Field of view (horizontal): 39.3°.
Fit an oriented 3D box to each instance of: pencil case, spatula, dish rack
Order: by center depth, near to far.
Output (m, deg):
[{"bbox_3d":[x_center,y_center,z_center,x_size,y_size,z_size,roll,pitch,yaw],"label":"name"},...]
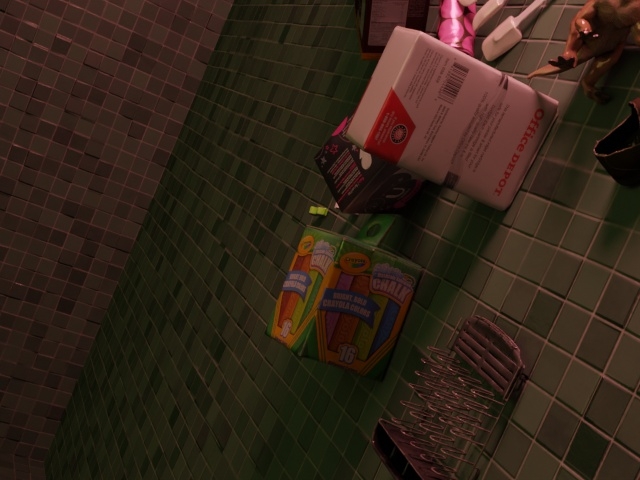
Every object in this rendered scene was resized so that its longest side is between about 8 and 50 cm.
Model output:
[{"bbox_3d":[0.193,0.246,1.345,0.271,0.074,0.208,-65,25,9],"label":"dish rack"},{"bbox_3d":[0.353,-0.449,1.581,0.242,0.019,0.168,-39,56,38],"label":"spatula"},{"bbox_3d":[0.257,-0.430,1.732,0.098,0.095,0.209,-31,46,56],"label":"pencil case"}]

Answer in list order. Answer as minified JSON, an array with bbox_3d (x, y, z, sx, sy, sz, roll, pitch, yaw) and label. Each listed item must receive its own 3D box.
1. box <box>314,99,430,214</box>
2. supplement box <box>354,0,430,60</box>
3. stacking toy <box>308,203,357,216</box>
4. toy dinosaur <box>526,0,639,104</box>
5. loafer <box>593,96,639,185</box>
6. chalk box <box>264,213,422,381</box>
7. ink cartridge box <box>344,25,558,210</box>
[{"bbox_3d":[0.136,-0.172,1.657,0.247,0.163,0.142,-47,56,39],"label":"box"},{"bbox_3d":[0.149,-0.513,1.885,0.194,0.129,0.191,95,173,-46],"label":"supplement box"},{"bbox_3d":[0.000,0.000,1.970,0.221,0.052,0.166,2,72,65],"label":"stacking toy"},{"bbox_3d":[0.420,-0.331,1.290,0.295,0.127,0.200,129,160,-60],"label":"toy dinosaur"},{"bbox_3d":[0.439,-0.158,1.148,0.220,0.078,0.080,-52,29,33],"label":"loafer"},{"bbox_3d":[0.051,0.082,1.642,0.180,0.179,0.288,15,85,65],"label":"chalk box"},{"bbox_3d":[0.208,-0.191,1.424,0.196,0.273,0.114,-64,21,10],"label":"ink cartridge box"}]
